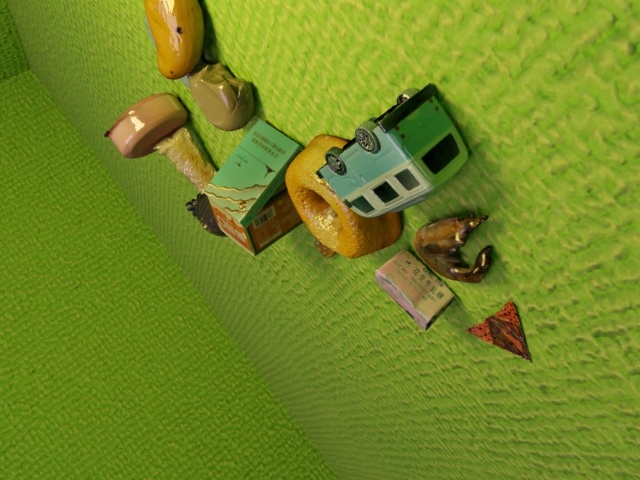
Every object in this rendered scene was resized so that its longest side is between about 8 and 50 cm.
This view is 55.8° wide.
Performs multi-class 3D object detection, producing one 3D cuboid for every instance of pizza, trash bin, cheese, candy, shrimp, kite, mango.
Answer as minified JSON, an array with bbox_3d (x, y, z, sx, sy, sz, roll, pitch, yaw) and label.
[{"bbox_3d":[0.000,0.000,1.611,0.108,0.026,0.123,54,159,6],"label":"pizza"},{"bbox_3d":[-0.284,-0.125,1.841,0.175,0.175,0.161,49,147,12],"label":"trash bin"},{"bbox_3d":[-0.235,-0.353,1.485,0.202,0.091,0.175,19,139,52],"label":"cheese"},{"bbox_3d":[-0.533,-0.349,1.863,0.094,0.255,0.255,53,158,2],"label":"candy"},{"bbox_3d":[0.198,0.100,1.274,0.160,0.092,0.073,46,162,15],"label":"candy"},{"bbox_3d":[0.251,0.025,1.104,0.145,0.059,0.254,54,158,-6],"label":"shrimp"},{"bbox_3d":[0.367,0.192,1.179,0.125,0.008,0.222,49,157,11],"label":"kite"},{"bbox_3d":[-0.342,-0.506,1.434,0.157,0.109,0.262,32,140,23],"label":"mango"}]

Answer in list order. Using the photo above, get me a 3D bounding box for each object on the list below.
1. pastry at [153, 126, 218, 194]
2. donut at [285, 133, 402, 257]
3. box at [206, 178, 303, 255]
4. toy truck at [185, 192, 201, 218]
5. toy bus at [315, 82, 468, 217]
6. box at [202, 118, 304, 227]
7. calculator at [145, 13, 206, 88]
[{"bbox_3d":[-0.399,-0.242,1.932,0.258,0.121,0.089,48,-164,-28],"label":"pastry"},{"bbox_3d":[0.036,-0.083,1.311,0.303,0.110,0.303,44,157,24],"label":"donut"},{"bbox_3d":[-0.159,-0.092,1.570,0.177,0.195,0.148,34,151,39],"label":"box"},{"bbox_3d":[-0.446,-0.126,2.255,0.088,0.074,0.202,53,159,-10],"label":"toy truck"},{"bbox_3d":[0.119,-0.134,1.042,0.164,0.133,0.271,52,156,-6],"label":"toy bus"},{"bbox_3d":[-0.161,-0.163,1.442,0.162,0.229,0.041,37,180,35],"label":"box"},{"bbox_3d":[-0.378,-0.503,1.616,0.302,0.042,0.188,47,156,25],"label":"calculator"}]
